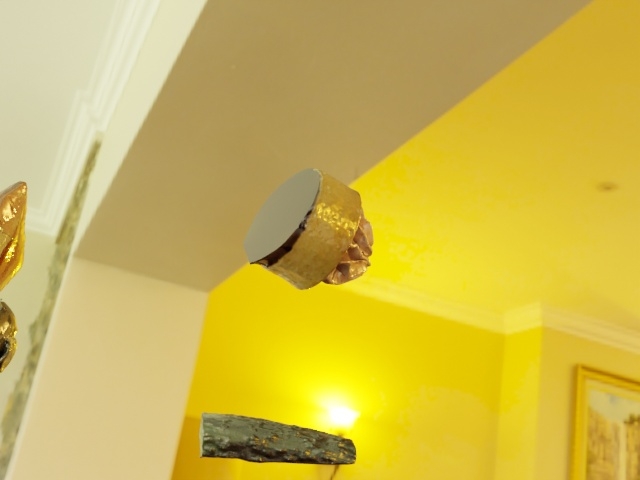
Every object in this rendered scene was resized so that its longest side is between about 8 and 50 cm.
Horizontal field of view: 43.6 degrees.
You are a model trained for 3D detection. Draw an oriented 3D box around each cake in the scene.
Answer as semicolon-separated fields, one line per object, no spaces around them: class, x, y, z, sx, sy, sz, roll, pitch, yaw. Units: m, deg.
cake;0.000;0.000;1.312;0.207;0.185;0.178;-31;-56;34

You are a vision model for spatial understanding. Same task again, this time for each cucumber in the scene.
cucumber;-0.059;0.271;1.096;0.211;0.062;0.078;5;-12;-10

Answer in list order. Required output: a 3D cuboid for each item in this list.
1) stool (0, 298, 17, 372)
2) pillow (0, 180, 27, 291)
stool;-0.487;0.163;0.990;0.139;0.228;0.153;40;-36;-11
pillow;-0.591;0.034;1.391;0.084;0.236;0.223;25;-48;10
